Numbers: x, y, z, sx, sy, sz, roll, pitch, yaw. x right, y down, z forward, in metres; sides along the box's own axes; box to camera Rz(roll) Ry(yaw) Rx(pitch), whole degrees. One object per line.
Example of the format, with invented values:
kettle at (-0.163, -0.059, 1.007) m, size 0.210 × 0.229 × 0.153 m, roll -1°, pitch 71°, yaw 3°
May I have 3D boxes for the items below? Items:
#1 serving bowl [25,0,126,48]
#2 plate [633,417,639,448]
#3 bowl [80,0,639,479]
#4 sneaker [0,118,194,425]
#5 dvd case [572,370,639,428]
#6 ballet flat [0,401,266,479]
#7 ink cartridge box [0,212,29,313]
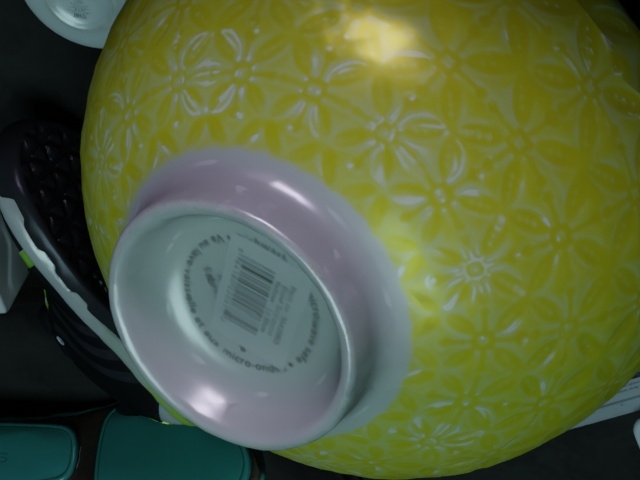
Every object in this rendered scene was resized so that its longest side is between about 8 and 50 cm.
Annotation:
serving bowl at (-0.113, -0.124, 0.778) m, size 0.083 × 0.027 × 0.083 m, roll 11°, pitch 138°, yaw 10°
plate at (0.346, 0.165, 0.895) m, size 0.278 × 0.045 × 0.277 m, roll -8°, pitch 130°, yaw 27°
bowl at (0.000, 0.000, 0.684) m, size 0.289 × 0.156 × 0.289 m, roll 15°, pitch 124°, yaw 24°
sneaker at (-0.133, 0.035, 0.907) m, size 0.097 × 0.084 × 0.235 m, roll -10°, pitch 130°, yaw 30°
dvd case at (0.064, 0.033, 0.851) m, size 0.179 × 0.030 × 0.238 m, roll -23°, pitch 131°, yaw 39°
ballet flat at (-0.135, 0.149, 1.042) m, size 0.247 × 0.083 × 0.087 m, roll -3°, pitch 157°, yaw 23°
ink cartridge box at (-0.265, -0.016, 0.918) m, size 0.181 × 0.062 × 0.104 m, roll 1°, pitch 134°, yaw 18°
